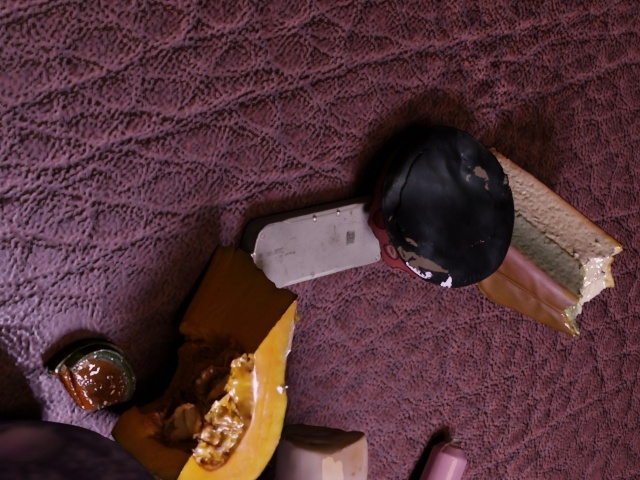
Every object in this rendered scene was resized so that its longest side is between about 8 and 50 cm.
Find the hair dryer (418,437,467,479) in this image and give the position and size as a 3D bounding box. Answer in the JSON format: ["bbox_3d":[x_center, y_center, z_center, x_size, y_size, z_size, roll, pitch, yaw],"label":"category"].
[{"bbox_3d":[0.138,0.442,1.618,0.210,0.125,0.352,31,80,-48],"label":"hair dryer"}]

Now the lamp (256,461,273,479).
[{"bbox_3d":[-0.105,0.259,1.341,0.054,0.041,0.121,-51,141,0],"label":"lamp"}]

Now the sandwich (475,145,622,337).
[{"bbox_3d":[0.274,0.004,1.478,0.108,0.186,0.220,-48,135,-20],"label":"sandwich"}]

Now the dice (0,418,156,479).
[{"bbox_3d":[-0.277,0.336,1.032,0.271,0.270,0.270,-15,120,-40],"label":"dice"}]

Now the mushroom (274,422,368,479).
[{"bbox_3d":[-0.009,0.354,1.324,0.292,0.292,0.290,9,82,-46],"label":"mushroom"}]

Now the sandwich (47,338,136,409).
[{"bbox_3d":[-0.220,0.134,1.171,0.069,0.026,0.101,-48,136,-19],"label":"sandwich"}]

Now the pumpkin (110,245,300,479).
[{"bbox_3d":[-0.098,0.147,1.217,0.248,0.131,0.126,-57,138,-11],"label":"pumpkin"}]

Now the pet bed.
[{"bbox_3d":[0.145,-0.038,1.367,0.201,0.053,0.201,5,81,-30],"label":"pet bed"}]

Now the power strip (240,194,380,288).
[{"bbox_3d":[0.000,0.000,1.320,0.227,0.029,0.080,-13,115,-40],"label":"power strip"}]
